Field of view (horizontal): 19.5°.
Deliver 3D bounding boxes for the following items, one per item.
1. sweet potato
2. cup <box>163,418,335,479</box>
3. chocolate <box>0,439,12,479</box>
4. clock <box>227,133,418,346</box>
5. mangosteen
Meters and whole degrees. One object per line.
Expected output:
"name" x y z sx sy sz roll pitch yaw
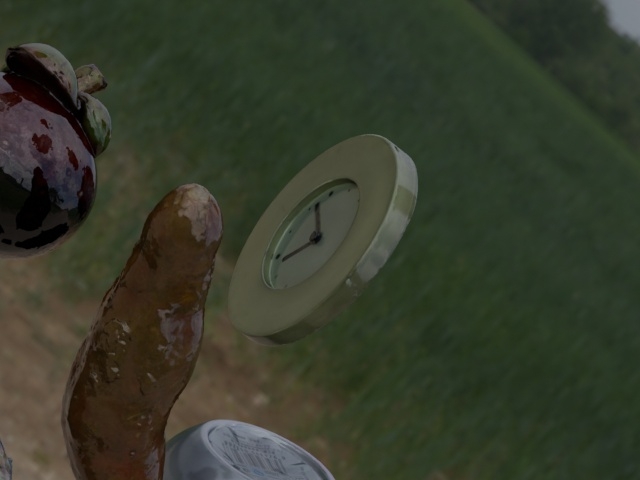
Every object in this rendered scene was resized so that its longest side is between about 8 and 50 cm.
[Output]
"sweet potato" -0.152 0.105 1.483 0.106 0.354 0.095 24 27 24
"cup" -0.115 0.344 1.803 0.212 0.317 0.212 24 14 -6
"chocolate" -0.368 0.175 1.497 0.221 0.147 0.221 41 29 -28
"clock" 0.000 0.000 1.794 0.029 0.235 0.235 38 10 -26
"mangosteen" -0.257 -0.079 1.571 0.200 0.200 0.200 40 9 -8
